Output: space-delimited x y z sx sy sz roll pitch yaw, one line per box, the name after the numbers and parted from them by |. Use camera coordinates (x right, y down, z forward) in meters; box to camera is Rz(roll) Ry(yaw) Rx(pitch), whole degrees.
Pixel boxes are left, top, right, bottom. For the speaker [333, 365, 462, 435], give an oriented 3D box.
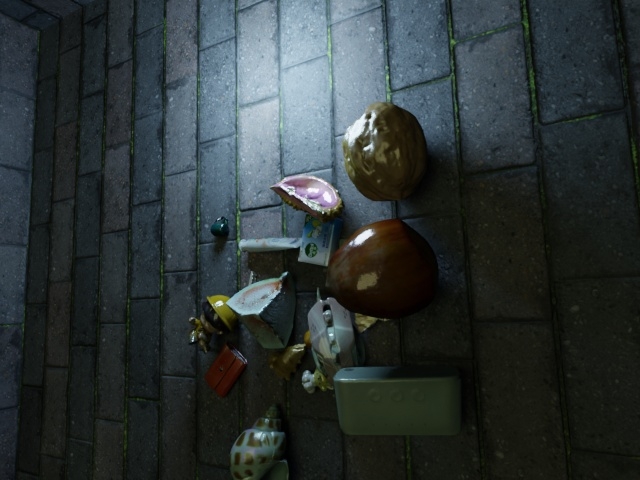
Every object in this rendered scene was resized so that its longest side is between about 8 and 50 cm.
0.254 0.521 1.498 0.407 0.183 0.184 -4 86 10 | speaker

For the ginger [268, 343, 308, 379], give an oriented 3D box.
-0.131 0.486 1.830 0.206 0.081 0.115 -31 38 32 | ginger

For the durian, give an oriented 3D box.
-0.028 -0.159 1.799 0.341 0.191 0.112 30 130 36 | durian

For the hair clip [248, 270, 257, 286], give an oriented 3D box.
-0.285 0.245 1.974 0.072 0.034 0.225 -26 72 26 | hair clip

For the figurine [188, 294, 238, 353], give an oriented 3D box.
-0.466 0.350 1.991 0.257 0.167 0.192 -44 87 17 | figurine

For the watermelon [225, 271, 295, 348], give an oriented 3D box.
-0.247 0.262 1.827 0.290 0.214 0.319 13 87 11 | watermelon

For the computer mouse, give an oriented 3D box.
0.050 0.355 1.682 0.200 0.115 0.388 -15 79 2 | computer mouse

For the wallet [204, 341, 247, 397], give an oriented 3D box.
-0.418 0.569 2.008 0.142 0.045 0.204 40 104 28 | wallet

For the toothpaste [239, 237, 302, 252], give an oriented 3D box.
-0.204 0.018 1.928 0.324 0.100 0.066 -3 109 32 | toothpaste

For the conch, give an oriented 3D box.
-0.225 0.844 1.783 0.250 0.197 0.367 23 92 -6 | conch

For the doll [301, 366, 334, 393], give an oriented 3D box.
-0.003 0.532 1.760 0.163 0.062 0.105 -26 67 27 | doll

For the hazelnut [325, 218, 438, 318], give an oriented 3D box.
0.205 0.100 1.512 0.366 0.366 0.365 -4 82 30 | hazelnut

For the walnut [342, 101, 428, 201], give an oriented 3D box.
0.226 -0.293 1.592 0.306 0.306 0.343 -28 70 25 | walnut

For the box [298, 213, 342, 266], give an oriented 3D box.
0.000 0.000 1.812 0.140 0.073 0.194 8 89 30 | box

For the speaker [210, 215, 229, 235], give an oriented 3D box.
-0.460 -0.067 2.097 0.076 0.060 0.094 -3 83 29 | speaker

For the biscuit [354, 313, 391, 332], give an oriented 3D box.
0.204 0.254 1.673 0.183 0.061 0.118 -29 69 22 | biscuit

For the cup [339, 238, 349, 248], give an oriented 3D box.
0.098 0.040 1.772 0.055 0.075 0.083 -1 78 -7 | cup

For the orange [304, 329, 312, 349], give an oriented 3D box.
-0.027 0.387 1.783 0.085 0.085 0.084 -4 82 30 | orange
